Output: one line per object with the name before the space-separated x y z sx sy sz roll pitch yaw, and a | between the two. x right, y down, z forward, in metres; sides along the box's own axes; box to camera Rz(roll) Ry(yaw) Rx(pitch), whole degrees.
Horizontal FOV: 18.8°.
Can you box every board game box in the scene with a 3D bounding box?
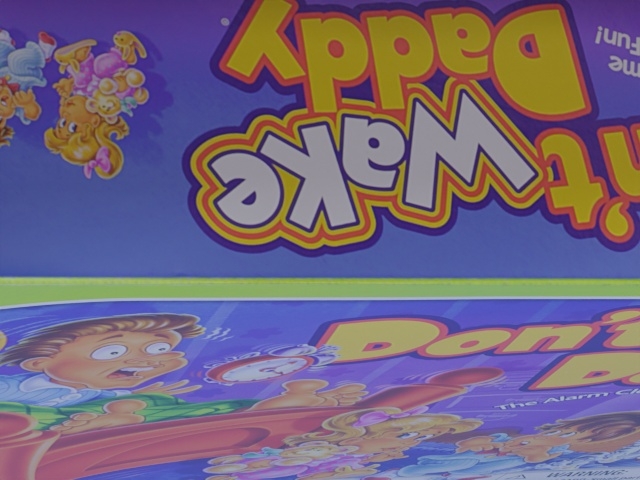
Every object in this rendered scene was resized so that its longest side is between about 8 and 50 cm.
board game box | 0.004 0.010 0.522 0.347 0.078 0.233 0 161 -19
